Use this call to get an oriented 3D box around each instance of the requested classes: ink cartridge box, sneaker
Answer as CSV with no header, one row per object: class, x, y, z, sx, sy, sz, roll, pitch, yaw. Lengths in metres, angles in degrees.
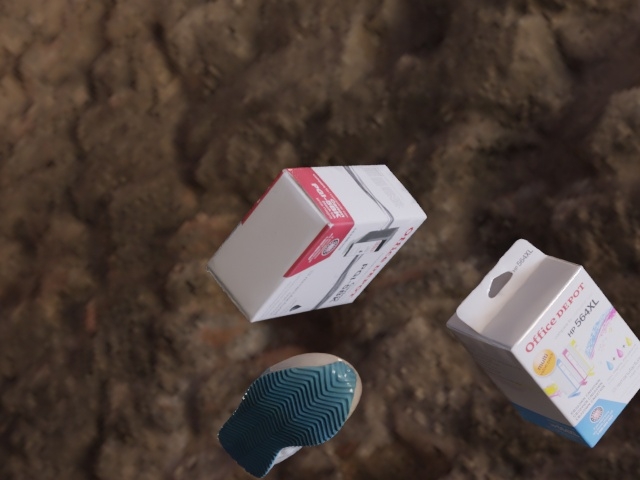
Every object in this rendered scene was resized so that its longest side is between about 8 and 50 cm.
ink cartridge box,0.000,0.000,0.979,0.099,0.056,0.135,-50,158,26
sneaker,-0.021,0.149,1.316,0.092,0.087,0.228,-44,-178,-34
ink cartridge box,0.180,0.078,1.105,0.092,0.143,0.090,-49,-151,-13
